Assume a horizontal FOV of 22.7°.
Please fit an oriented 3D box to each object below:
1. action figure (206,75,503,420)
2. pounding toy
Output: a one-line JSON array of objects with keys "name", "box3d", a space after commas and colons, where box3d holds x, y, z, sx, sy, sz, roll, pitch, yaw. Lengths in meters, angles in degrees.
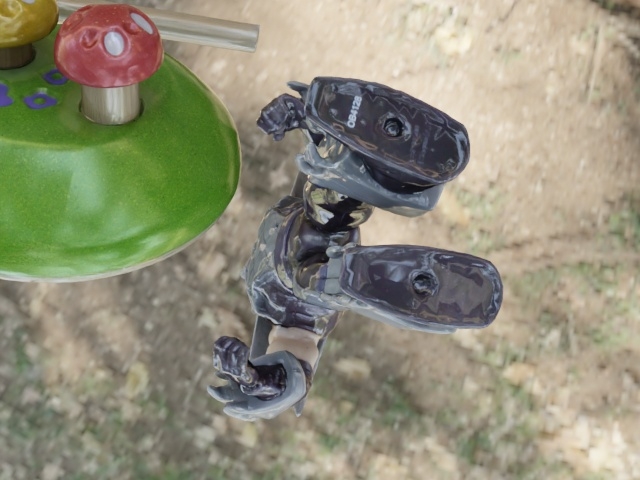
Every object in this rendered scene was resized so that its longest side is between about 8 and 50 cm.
[{"name": "action figure", "box3d": [0.000, 0.000, 0.824, 0.099, 0.185, 0.285, 6, 170, -15]}, {"name": "pounding toy", "box3d": [-0.126, -0.094, 0.801, 0.182, 0.237, 0.110, 6, 129, 3]}]
